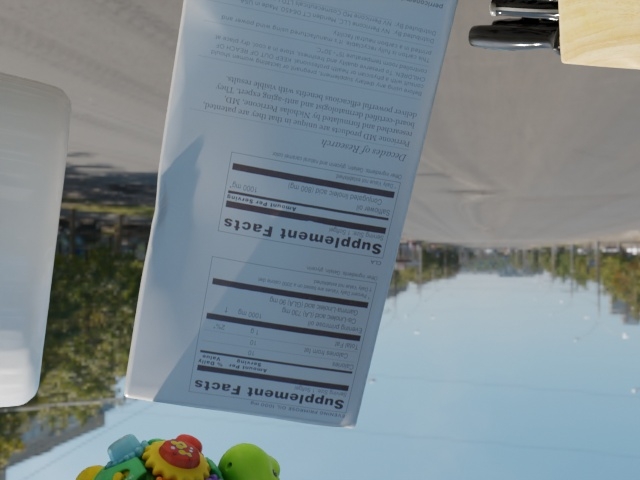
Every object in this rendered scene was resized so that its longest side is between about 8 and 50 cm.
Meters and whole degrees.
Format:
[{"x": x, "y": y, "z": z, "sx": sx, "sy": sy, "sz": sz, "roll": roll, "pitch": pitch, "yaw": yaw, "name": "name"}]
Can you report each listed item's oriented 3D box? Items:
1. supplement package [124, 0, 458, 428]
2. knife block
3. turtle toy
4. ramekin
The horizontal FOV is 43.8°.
[{"x": -0.025, "y": -0.036, "z": 0.470, "sx": 0.133, "sy": 0.244, "sz": 0.139, "roll": 10, "pitch": -163, "yaw": -8, "name": "supplement package"}, {"x": 0.238, "y": -0.169, "z": 0.593, "sx": 0.088, "sy": 0.276, "sz": 0.242, "roll": -30, "pitch": 167, "yaw": -35, "name": "knife block"}, {"x": -0.082, "y": 0.154, "z": 0.484, "sx": 0.130, "sy": 0.066, "sz": 0.095, "roll": 12, "pitch": -164, "yaw": -41, "name": "turtle toy"}, {"x": -0.272, "y": -0.002, "z": 0.606, "sx": 0.135, "sy": 0.277, "sz": 0.277, "roll": 7, "pitch": 176, "yaw": -18, "name": "ramekin"}]
